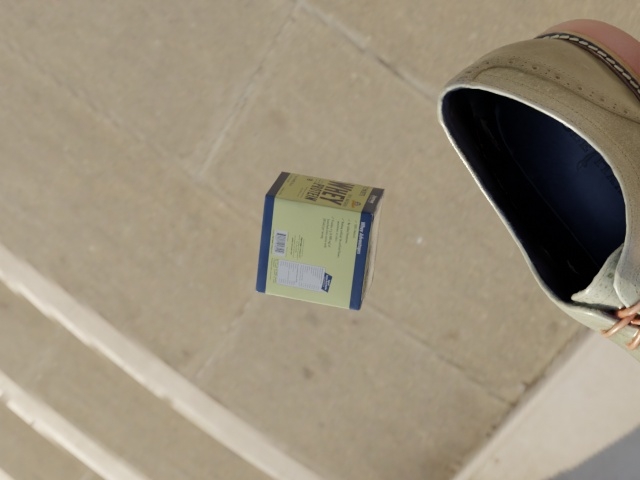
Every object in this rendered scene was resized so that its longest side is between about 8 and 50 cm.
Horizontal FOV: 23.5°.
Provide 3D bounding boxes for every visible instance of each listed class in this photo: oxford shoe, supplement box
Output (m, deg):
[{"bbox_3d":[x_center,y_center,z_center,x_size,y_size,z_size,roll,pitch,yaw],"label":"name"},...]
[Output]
[{"bbox_3d":[0.209,0.046,0.869,0.397,0.146,0.140,49,130,19],"label":"oxford shoe"},{"bbox_3d":[0.000,0.000,1.179,0.083,0.056,0.083,10,114,8],"label":"supplement box"}]
